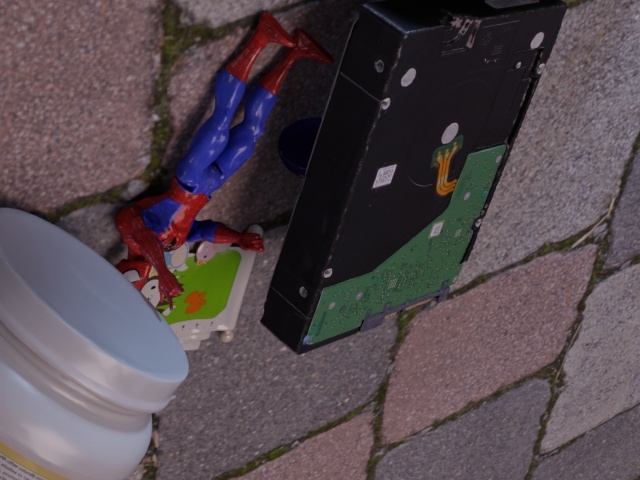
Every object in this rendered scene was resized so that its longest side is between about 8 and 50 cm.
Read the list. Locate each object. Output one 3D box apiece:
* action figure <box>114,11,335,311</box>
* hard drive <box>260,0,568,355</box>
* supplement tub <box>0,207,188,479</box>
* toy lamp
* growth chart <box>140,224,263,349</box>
[{"bbox_3d":[-0.081,-0.043,1.289,0.280,0.139,0.091,-51,145,17],"label":"action figure"},{"bbox_3d":[0.082,-0.069,1.368,0.237,0.064,0.339,-18,135,-43],"label":"hard drive"},{"bbox_3d":[-0.289,0.162,1.205,0.331,0.241,0.241,-48,147,10],"label":"supplement tub"},{"bbox_3d":[0.000,0.000,1.470,0.080,0.080,0.275,-27,144,-22],"label":"toy lamp"},{"bbox_3d":[-0.162,0.072,1.436,0.237,0.021,0.172,-21,141,-30],"label":"growth chart"}]
